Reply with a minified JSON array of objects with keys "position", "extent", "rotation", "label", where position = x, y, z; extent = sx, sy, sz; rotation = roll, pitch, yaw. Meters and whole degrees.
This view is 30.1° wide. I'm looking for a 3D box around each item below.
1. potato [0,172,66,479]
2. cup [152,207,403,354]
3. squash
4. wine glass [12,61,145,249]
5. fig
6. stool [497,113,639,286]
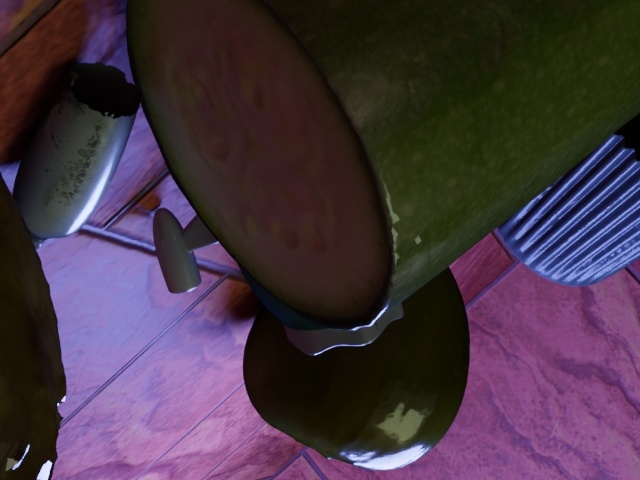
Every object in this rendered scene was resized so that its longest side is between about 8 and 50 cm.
[{"position":[-0.252,0.092,0.669],"extent":[0.301,0.237,0.288],"rotation":[-42,166,7],"label":"potato"},{"position":[0.000,0.000,1.049],"extent":[0.299,0.173,0.167],"rotation":[-13,-161,14],"label":"cup"},{"position":[0.092,-0.150,0.796],"extent":[0.384,0.263,0.263],"rotation":[-35,165,-26],"label":"squash"},{"position":[-0.193,-0.021,0.834],"extent":[0.074,0.074,0.262],"rotation":[-24,157,-48],"label":"wine glass"},{"position":[0.062,0.134,1.564],"extent":[0.316,0.316,0.316],"rotation":[-38,165,-12],"label":"fig"},{"position":[0.437,-0.109,1.769],"extent":[0.297,0.297,0.330],"rotation":[-30,167,-36],"label":"stool"}]
